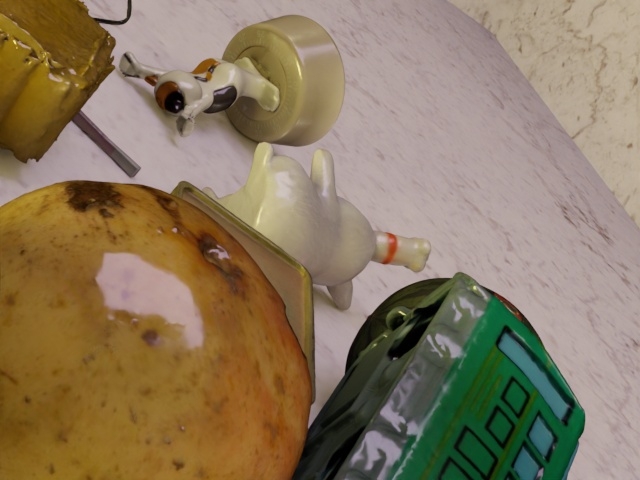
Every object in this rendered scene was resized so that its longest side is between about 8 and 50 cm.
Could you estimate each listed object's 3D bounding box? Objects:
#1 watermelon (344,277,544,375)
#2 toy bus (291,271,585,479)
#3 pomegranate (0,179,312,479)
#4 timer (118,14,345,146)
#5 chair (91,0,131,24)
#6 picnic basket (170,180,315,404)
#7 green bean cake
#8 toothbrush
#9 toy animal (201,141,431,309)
[{"bbox_3d":[0.131,0.144,1.497,0.212,0.212,0.212,37,19,-16],"label":"watermelon"},{"bbox_3d":[0.071,0.204,1.165,0.199,0.183,0.343,44,42,-5],"label":"toy bus"},{"bbox_3d":[-0.147,0.097,0.974,0.281,0.281,0.281,37,19,-16],"label":"pomegranate"},{"bbox_3d":[-0.117,-0.196,1.879,0.266,0.175,0.175,-11,54,-47],"label":"timer"},{"bbox_3d":[-0.349,-0.321,1.718,0.140,0.221,0.145,5,84,-62],"label":"chair"},{"bbox_3d":[-0.105,0.086,1.253,0.165,0.139,0.267,36,20,-18],"label":"picnic basket"},{"bbox_3d":[-0.322,-0.195,1.447,0.229,0.131,0.224,35,18,-12],"label":"green bean cake"},{"bbox_3d":[-0.269,-0.140,1.609,0.194,0.014,0.017,43,18,1],"label":"toothbrush"},{"bbox_3d":[-0.010,-0.012,1.673,0.282,0.140,0.138,11,44,-51],"label":"toy animal"}]
